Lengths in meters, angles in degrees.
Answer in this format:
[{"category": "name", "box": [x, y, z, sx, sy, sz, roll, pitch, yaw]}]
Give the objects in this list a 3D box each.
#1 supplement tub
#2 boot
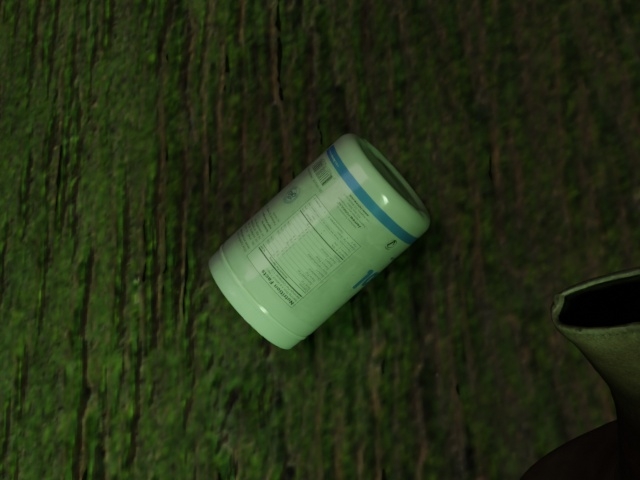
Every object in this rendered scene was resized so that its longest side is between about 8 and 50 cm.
[{"category": "supplement tub", "box": [0.000, 0.000, 1.057, 0.107, 0.071, 0.071, -42, 43, 12]}, {"category": "boot", "box": [0.144, 0.065, 0.788, 0.248, 0.207, 0.090, -15, 54, 33]}]
